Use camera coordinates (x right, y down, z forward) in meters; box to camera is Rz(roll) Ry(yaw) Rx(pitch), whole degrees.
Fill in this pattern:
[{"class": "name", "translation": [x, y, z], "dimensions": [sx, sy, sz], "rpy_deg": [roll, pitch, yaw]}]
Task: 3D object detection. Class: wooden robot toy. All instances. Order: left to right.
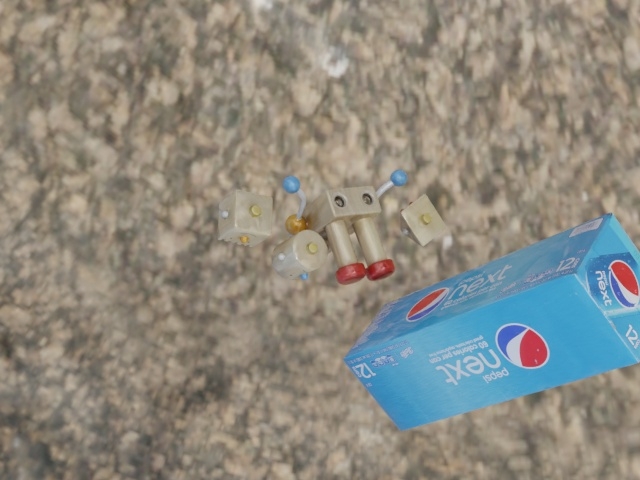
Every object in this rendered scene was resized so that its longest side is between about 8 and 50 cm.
[{"class": "wooden robot toy", "translation": [0.000, 0.000, 0.873], "dimensions": [0.079, 0.173, 0.076], "rpy_deg": [-30, 70, 53]}]

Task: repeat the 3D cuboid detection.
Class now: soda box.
[{"class": "soda box", "translation": [0.116, 0.059, 0.813], "dimensions": [0.210, 0.067, 0.071], "rpy_deg": [-26, 107, 46]}]
